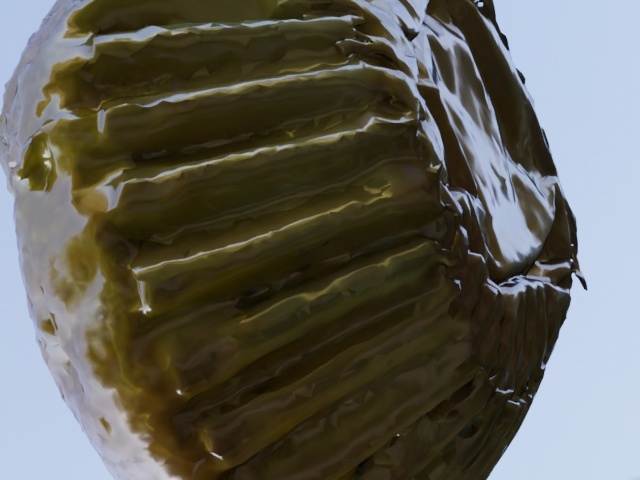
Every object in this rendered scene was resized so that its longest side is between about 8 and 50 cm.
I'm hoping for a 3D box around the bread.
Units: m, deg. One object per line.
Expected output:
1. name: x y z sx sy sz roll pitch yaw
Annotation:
1. bread: -0.004 0.002 0.544 0.240 0.139 0.240 54 -155 -41
